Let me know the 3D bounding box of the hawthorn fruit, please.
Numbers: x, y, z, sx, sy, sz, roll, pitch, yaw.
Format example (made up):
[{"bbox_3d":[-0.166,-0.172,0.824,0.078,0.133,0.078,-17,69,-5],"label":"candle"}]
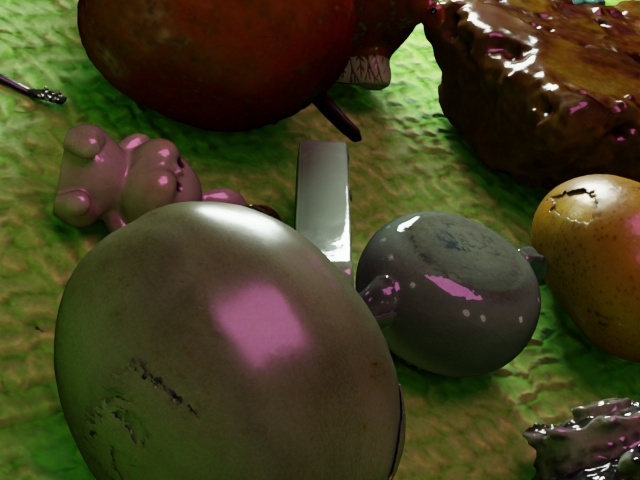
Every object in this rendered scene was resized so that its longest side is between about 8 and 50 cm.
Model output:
[{"bbox_3d":[-0.092,-0.235,1.868,0.369,0.285,0.285,42,33,-7],"label":"hawthorn fruit"}]

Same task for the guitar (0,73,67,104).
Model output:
[{"bbox_3d":[-0.390,-0.204,1.837,0.233,0.025,0.088,24,32,2],"label":"guitar"}]

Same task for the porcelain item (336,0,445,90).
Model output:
[{"bbox_3d":[0.059,-0.308,2.051,0.253,0.253,0.253,16,34,-11],"label":"porcelain item"}]

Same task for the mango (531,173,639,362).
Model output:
[{"bbox_3d":[0.320,0.018,1.802,0.191,0.160,0.290,53,-4,-22],"label":"mango"}]

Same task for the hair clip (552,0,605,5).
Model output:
[{"bbox_3d":[0.255,-0.395,2.453,0.358,0.095,0.110,37,77,27],"label":"hair clip"}]

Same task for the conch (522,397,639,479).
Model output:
[{"bbox_3d":[0.271,0.224,1.515,0.240,0.186,0.313,16,42,41],"label":"conch"}]

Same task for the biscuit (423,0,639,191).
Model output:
[{"bbox_3d":[0.356,-0.183,2.106,0.395,0.166,0.343,-2,36,-30],"label":"biscuit"}]

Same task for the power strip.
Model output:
[{"bbox_3d":[0.000,0.000,1.659,0.062,0.091,0.385,3,23,-1],"label":"power strip"}]

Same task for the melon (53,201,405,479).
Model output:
[{"bbox_3d":[-0.075,0.123,1.350,0.268,0.268,0.330,-14,60,-43],"label":"melon"}]

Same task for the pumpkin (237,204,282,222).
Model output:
[{"bbox_3d":[-0.089,0.060,1.578,0.278,0.111,0.163,-11,51,-42],"label":"pumpkin"}]

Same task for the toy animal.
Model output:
[{"bbox_3d":[-0.163,-0.053,1.682,0.212,0.124,0.124,11,35,-12],"label":"toy animal"}]

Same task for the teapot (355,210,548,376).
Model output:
[{"bbox_3d":[0.127,0.061,1.691,0.294,0.129,0.193,-10,45,-43],"label":"teapot"}]
